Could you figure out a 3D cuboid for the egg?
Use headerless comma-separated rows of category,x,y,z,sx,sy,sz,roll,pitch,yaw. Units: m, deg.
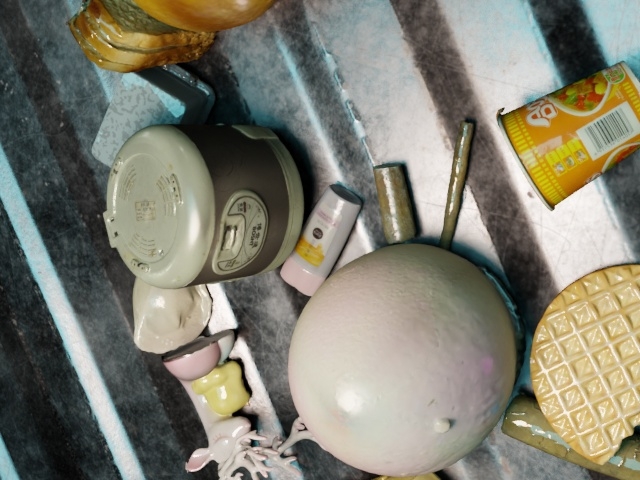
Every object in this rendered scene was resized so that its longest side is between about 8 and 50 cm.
egg,0.103,0.203,1.191,0.355,0.340,0.354,9,109,28

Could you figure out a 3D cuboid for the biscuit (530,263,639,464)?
biscuit,0.423,0.160,1.155,0.205,0.040,0.308,35,101,24

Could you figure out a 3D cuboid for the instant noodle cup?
instant noodle cup,0.367,-0.156,1.089,0.185,0.168,0.168,-30,87,21

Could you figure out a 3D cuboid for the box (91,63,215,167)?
box,-0.311,-0.214,1.430,0.162,0.130,0.227,32,116,1

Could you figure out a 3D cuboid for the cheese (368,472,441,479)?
cheese,0.151,0.569,1.381,0.260,0.128,0.315,-24,92,28

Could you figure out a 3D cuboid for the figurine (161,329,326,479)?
figurine,-0.156,0.331,1.448,0.284,0.206,0.315,-19,97,40

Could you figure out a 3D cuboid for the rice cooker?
rice cooker,-0.190,-0.058,1.322,0.288,0.277,0.288,5,98,43

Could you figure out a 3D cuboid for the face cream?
face cream,0.000,0.000,1.361,0.084,0.057,0.198,35,115,17

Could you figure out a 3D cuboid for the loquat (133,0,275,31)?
loquat,-0.146,-0.476,1.197,0.360,0.328,0.328,17,117,-25

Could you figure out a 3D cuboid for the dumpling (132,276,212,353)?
dumpling,-0.286,0.105,1.507,0.151,0.124,0.228,3,80,-12

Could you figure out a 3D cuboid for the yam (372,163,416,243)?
yam,0.123,-0.063,1.288,0.054,0.054,0.132,-9,97,29

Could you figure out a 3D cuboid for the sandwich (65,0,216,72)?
sandwich,-0.336,-0.424,1.326,0.100,0.254,0.288,-40,80,39

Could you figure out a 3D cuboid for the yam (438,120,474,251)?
yam,0.218,-0.076,1.250,0.029,0.027,0.234,5,107,-6

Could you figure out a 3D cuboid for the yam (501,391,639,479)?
yam,0.466,0.328,1.188,0.372,0.083,0.083,17,109,24
